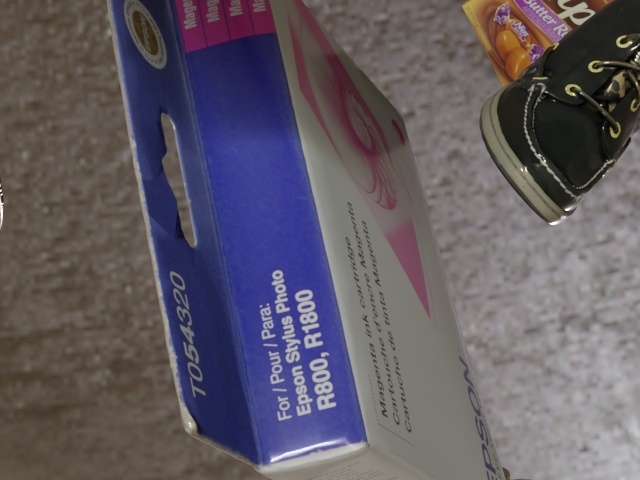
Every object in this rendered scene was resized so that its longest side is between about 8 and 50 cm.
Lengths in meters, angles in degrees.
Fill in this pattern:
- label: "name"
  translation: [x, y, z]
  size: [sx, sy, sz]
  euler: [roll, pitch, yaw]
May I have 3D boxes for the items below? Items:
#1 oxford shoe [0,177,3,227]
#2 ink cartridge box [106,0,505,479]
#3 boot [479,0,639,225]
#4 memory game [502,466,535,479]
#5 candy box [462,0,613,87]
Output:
- label: "oxford shoe"
  translation: [-0.359, -0.049, 1.439]
  size: [0.130, 0.123, 0.348]
  euler: [-8, 166, -21]
- label: "ink cartridge box"
  translation: [0.000, 0.000, 0.960]
  size: [0.071, 0.324, 0.330]
  euler: [-21, 152, 16]
- label: "boot"
  translation: [0.200, -0.112, 1.025]
  size: [0.178, 0.236, 0.085]
  euler: [-37, 98, 27]
- label: "memory game"
  translation: [0.077, 0.195, 1.149]
  size: [0.186, 0.012, 0.186]
  euler: [-4, -166, 1]
- label: "candy box"
  translation: [0.235, -0.223, 1.555]
  size: [0.187, 0.109, 0.053]
  euler: [-30, 174, 42]
